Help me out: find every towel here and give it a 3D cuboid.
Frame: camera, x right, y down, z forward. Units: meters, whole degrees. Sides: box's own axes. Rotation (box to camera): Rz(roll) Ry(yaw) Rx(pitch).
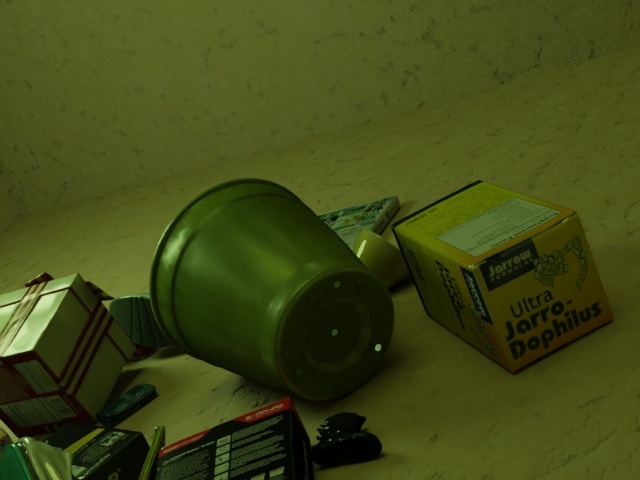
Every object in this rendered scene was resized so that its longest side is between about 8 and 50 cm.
[{"bbox_3d":[-0.385,0.323,2.076,0.119,0.029,0.067,-35,20,-31],"label":"towel"},{"bbox_3d":[-0.271,0.389,1.631,0.021,0.102,0.237,6,20,0],"label":"towel"}]

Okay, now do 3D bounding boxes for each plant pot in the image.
[{"bbox_3d":[0.111,0.052,2.112,0.095,0.134,0.134,-54,23,-5],"label":"plant pot"},{"bbox_3d":[-0.064,0.107,1.846,0.366,0.366,0.353,-31,30,-21],"label":"plant pot"}]

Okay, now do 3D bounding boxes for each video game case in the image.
[{"bbox_3d":[0.000,0.000,2.522,0.329,0.036,0.300,-14,20,30],"label":"video game case"}]

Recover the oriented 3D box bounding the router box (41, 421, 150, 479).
[{"bbox_3d":[-0.462,0.432,1.766,0.243,0.081,0.309,-4,26,46],"label":"router box"}]

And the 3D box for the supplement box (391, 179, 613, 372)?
[{"bbox_3d":[0.292,0.047,1.754,0.194,0.195,0.356,-27,17,-9],"label":"supplement box"}]

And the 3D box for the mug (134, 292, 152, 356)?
[{"bbox_3d":[-0.431,0.211,2.387,0.169,0.150,0.113,-34,-16,-42],"label":"mug"}]

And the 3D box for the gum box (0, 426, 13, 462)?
[{"bbox_3d":[-0.689,0.421,2.115,0.107,0.062,0.188,-32,20,-25],"label":"gum box"}]

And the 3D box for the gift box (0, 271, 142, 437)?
[{"bbox_3d":[-0.535,0.232,2.160,0.276,0.255,0.258,-11,36,23],"label":"gift box"}]

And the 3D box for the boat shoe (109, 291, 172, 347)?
[{"bbox_3d":[-0.307,0.164,2.270,0.321,0.118,0.103,-1,11,22],"label":"boat shoe"}]

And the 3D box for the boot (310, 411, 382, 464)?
[{"bbox_3d":[0.046,0.296,1.592,0.121,0.045,0.099,-15,15,24],"label":"boot"}]

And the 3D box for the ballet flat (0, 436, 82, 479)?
[{"bbox_3d":[-0.365,0.434,1.517,0.139,0.139,0.400,-26,40,-9],"label":"ballet flat"}]

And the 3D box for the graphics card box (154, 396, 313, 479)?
[{"bbox_3d":[-0.125,0.377,1.486,0.233,0.094,0.371,-22,17,3],"label":"graphics card box"}]
